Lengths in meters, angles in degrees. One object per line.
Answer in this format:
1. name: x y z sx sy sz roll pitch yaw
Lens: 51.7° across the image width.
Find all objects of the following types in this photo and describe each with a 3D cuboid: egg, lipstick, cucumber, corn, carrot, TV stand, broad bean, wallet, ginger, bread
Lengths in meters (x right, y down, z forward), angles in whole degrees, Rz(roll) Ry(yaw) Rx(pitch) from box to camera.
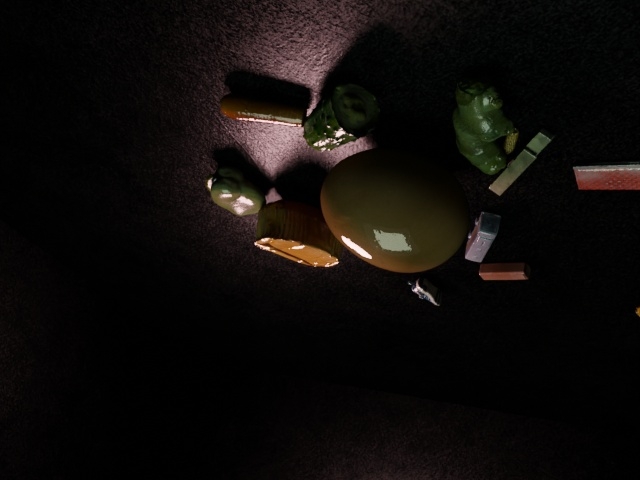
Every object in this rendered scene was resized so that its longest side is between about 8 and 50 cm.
1. egg: 0.183 -0.081 1.640 0.374 0.301 0.301 28 155 7
2. lipstick: 0.567 0.094 2.036 0.145 0.045 0.045 -3 149 39
3. cucumber: 0.024 -0.275 1.567 0.134 0.134 0.244 29 158 -22
4. corn: 0.432 -0.225 1.505 0.027 0.028 0.083 24 156 14
5. carrot: -0.146 -0.323 1.636 0.225 0.067 0.067 10 153 11
6. TV stand: 0.469 -0.181 1.556 0.036 0.042 0.249 38 153 5
7. broad bean: -0.262 -0.143 2.032 0.169 0.100 0.228 -10 146 42
8. wallet: 0.688 -0.147 1.510 0.196 0.020 0.103 1 149 31
9. ginger: 0.353 -0.244 1.443 0.137 0.089 0.290 16 155 15
10. bread: -0.061 -0.028 2.051 0.288 0.156 0.204 17 160 -26

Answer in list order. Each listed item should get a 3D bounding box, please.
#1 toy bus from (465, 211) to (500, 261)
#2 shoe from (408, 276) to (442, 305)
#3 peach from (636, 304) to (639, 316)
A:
1. toy bus: 0.455 -0.009 1.868 0.064 0.075 0.190 15 155 6
2. shoe: 0.372 0.183 2.315 0.143 0.064 0.071 36 148 -28
3. peach: 0.996 0.208 1.973 0.098 0.061 0.098 36 159 16
